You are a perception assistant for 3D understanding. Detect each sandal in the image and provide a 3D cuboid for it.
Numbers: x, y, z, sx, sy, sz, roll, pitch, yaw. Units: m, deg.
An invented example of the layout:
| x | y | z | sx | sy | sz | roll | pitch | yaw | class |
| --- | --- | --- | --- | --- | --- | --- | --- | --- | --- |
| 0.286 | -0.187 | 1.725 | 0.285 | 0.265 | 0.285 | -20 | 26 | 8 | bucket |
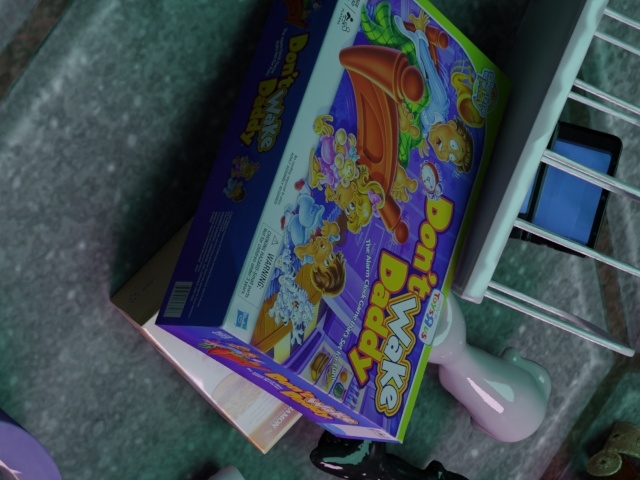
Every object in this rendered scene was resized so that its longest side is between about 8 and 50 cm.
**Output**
| x | y | z | sx | sy | sz | roll | pitch | yaw | class |
| --- | --- | --- | --- | --- | --- | --- | --- | --- | --- |
| 0.334 | 0.233 | 1.792 | 0.240 | 0.088 | 0.079 | 1 | 74 | -43 | sandal |

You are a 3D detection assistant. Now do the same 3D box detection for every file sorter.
| x | y | z | sx | sy | sz | roll | pitch | yaw | class |
| --- | --- | --- | --- | --- | --- | --- | --- | --- | --- |
| 0.234 | -0.062 | 1.488 | 0.173 | 0.193 | 0.278 | 21 | 94 | -10 | file sorter |

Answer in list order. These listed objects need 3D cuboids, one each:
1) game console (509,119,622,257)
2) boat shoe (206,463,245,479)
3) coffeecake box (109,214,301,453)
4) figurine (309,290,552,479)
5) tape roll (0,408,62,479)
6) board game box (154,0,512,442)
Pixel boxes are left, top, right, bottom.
| x | y | z | sx | sy | sz | roll | pitch | yaw | class |
| --- | --- | --- | --- | --- | --- | --- | --- | --- | --- |
| 0.214 | -0.053 | 1.593 | 0.107 | 0.071 | 0.122 | 7 | 101 | -37 | game console |
| -0.035 | 0.305 | 1.523 | 0.084 | 0.095 | 0.258 | -43 | 127 | -11 | boat shoe |
| -0.064 | 0.068 | 1.431 | 0.142 | 0.068 | 0.185 | -46 | 125 | -9 | coffeecake box |
| 0.100 | 0.162 | 1.556 | 0.215 | 0.092 | 0.209 | -55 | 136 | -8 | figurine |
| -0.302 | 0.213 | 1.310 | 0.189 | 0.080 | 0.189 | -13 | 113 | -31 | tape roll |
| 0.023 | -0.039 | 1.381 | 0.233 | 0.078 | 0.347 | 36 | 64 | -41 | board game box |
